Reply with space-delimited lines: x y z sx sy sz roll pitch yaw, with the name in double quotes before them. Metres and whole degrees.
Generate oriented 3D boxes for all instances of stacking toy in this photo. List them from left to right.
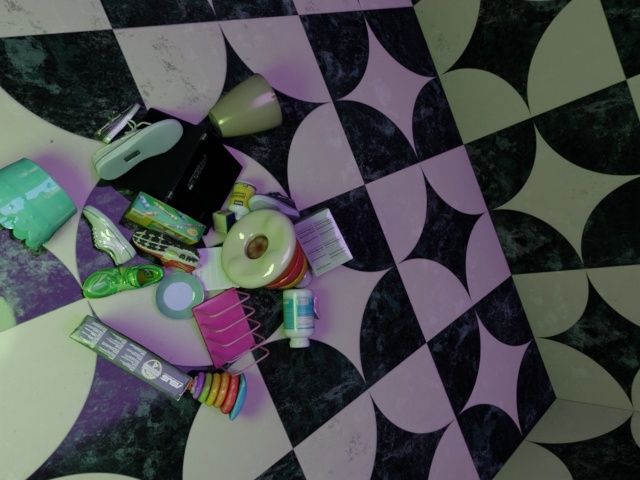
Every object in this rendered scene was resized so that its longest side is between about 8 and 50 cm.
"stacking toy" -0.462 0.598 1.720 0.302 0.166 0.175 19 87 -17
"stacking toy" -0.180 0.104 1.901 0.480 0.351 0.350 45 55 -56

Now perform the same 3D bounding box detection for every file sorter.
"file sorter" -0.359 0.376 1.756 0.202 0.182 0.290 -28 110 -34

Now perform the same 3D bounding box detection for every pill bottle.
"pill bottle" -0.359 -0.171 1.932 0.103 0.103 0.184 21 70 -29
"pill bottle" -0.101 0.361 1.985 0.146 0.146 0.263 4 80 -33

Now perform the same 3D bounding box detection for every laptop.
"laptop" -0.608 -0.293 1.828 0.408 0.237 0.381 48 58 -48

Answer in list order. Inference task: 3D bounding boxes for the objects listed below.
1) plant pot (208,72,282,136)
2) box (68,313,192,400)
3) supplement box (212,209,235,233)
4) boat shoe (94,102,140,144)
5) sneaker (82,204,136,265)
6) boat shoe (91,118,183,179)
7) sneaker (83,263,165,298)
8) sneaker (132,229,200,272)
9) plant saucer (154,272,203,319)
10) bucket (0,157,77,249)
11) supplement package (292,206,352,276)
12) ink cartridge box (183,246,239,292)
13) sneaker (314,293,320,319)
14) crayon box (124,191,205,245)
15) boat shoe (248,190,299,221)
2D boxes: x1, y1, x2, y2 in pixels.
"plant pot" -0.358 -0.586 1.943 0.274 0.256 0.256 -32 100 -17
"box" -0.652 0.404 1.478 0.395 0.318 0.097 37 63 -13
"supplement box" -0.423 -0.083 1.863 0.056 0.083 0.083 -37 134 -54
"boat shoe" -0.812 -0.484 1.705 0.070 0.078 0.219 41 64 -22
"sneaker" -0.817 -0.016 1.610 0.258 0.094 0.091 53 54 -15
"boat shoe" -0.733 -0.392 1.680 0.367 0.136 0.156 -37 65 -10
"sneaker" -0.741 0.142 1.615 0.296 0.124 0.109 -16 91 -34
"sneaker" -0.630 0.057 1.717 0.279 0.118 0.107 26 40 -7
"plant saucer" -0.583 0.229 1.750 0.195 0.037 0.194 3 84 -29
"bucket" -0.982 -0.127 1.422 0.281 0.281 0.183 50 58 -16
"supplement package" 0.000 0.000 2.043 0.198 0.199 0.262 -27 98 -2
"ink cartridge box" -0.474 0.123 1.851 0.233 0.066 0.188 -5 84 -13
"sneaker" -0.022 0.321 2.100 0.070 0.051 0.134 -34 97 -27
"crayon box" -0.623 -0.077 1.705 0.279 0.165 0.081 31 66 -26
"boat shoe" -0.225 -0.171 1.989 0.335 0.121 0.119 21 48 -59
